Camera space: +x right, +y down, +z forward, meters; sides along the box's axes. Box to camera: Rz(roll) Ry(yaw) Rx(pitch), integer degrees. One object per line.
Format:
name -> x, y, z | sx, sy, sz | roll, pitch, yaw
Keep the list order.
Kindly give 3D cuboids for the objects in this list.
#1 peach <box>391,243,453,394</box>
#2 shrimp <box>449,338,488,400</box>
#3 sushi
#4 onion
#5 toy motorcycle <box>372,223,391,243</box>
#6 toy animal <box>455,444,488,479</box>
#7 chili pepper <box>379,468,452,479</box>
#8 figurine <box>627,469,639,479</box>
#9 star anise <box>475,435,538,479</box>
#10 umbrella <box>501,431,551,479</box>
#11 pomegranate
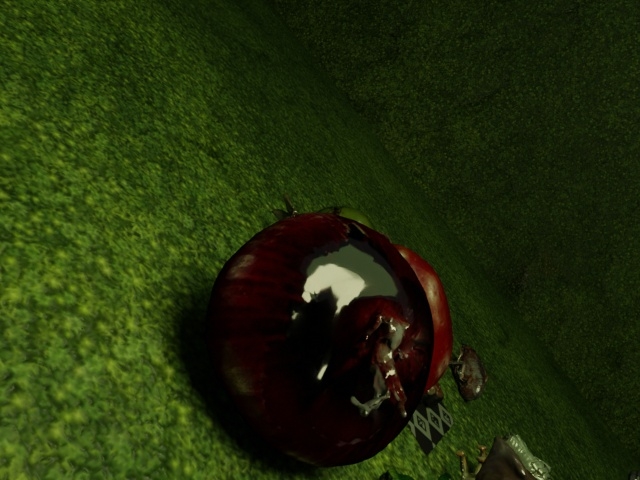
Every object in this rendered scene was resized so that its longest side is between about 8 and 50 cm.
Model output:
peach -> 0.105, 0.143, 0.760 | 0.154, 0.159, 0.267 | -29, 115, -55
shrimp -> 0.342, 0.296, 1.226 | 0.075, 0.073, 0.190 | 47, 23, -24
sushi -> 0.173, 0.244, 0.964 | 0.231, 0.047, 0.220 | 57, 19, 18
onion -> 0.023, 0.098, 0.550 | 0.273, 0.285, 0.272 | 6, 79, -30
toy motorcycle -> 0.059, 0.010, 1.041 | 0.213, 0.122, 0.082 | 29, 42, -46
toy animal -> 0.247, 0.383, 0.833 | 0.241, 0.057, 0.099 | 30, 63, -59
chili pepper -> 0.139, 0.342, 0.692 | 0.182, 0.050, 0.073 | 35, 14, -46
figurine -> 0.830, 0.775, 1.266 | 0.382, 0.186, 0.261 | 50, 23, -16
star anise -> 0.254, 0.414, 0.661 | 0.315, 0.108, 0.315 | 35, 48, -51
umbrella -> 0.438, 0.474, 1.117 | 0.143, 0.067, 0.062 | 46, -24, 11
pomegranate -> 0.000, 0.000, 0.887 | 0.191, 0.131, 0.152 | 34, 59, -6
